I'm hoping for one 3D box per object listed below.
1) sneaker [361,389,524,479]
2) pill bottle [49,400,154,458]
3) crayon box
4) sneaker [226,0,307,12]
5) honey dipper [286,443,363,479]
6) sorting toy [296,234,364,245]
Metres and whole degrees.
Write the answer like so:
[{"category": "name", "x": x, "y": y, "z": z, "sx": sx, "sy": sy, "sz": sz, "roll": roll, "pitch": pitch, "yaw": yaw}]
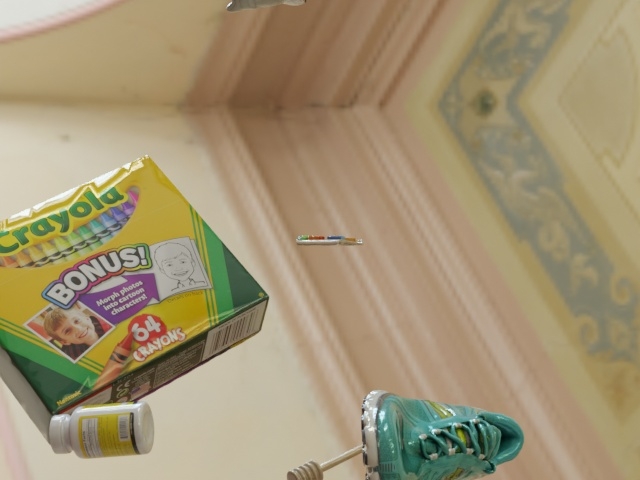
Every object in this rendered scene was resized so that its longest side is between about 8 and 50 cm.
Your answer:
[{"category": "sneaker", "x": 0.116, "y": 0.192, "z": 1.317, "sx": 0.110, "sy": 0.275, "sz": 0.107, "roll": -8, "pitch": -96, "yaw": 26}, {"category": "pill bottle", "x": -0.263, "y": 0.229, "z": 1.639, "sx": 0.065, "sy": 0.116, "sz": 0.065, "roll": -5, "pitch": 90, "yaw": -82}, {"category": "crayon box", "x": -0.313, "y": 0.075, "z": 1.955, "sx": 0.313, "sy": 0.363, "sz": 0.106, "roll": 48, "pitch": -33, "yaw": 23}, {"category": "sneaker", "x": -0.106, "y": -0.394, "z": 1.790, "sx": 0.262, "sy": 0.121, "sz": 0.099, "roll": -112, "pitch": -171, "yaw": -45}, {"category": "honey dipper", "x": 0.031, "y": 0.271, "z": 1.703, "sx": 0.030, "sy": 0.160, "sz": 0.030, "roll": 35, "pitch": -44, "yaw": 44}, {"category": "sorting toy", "x": 0.000, "y": 0.000, "z": 1.559, "sx": 0.083, "sy": 0.062, "sz": 0.012, "roll": 0, "pitch": -90, "yaw": 31}]
